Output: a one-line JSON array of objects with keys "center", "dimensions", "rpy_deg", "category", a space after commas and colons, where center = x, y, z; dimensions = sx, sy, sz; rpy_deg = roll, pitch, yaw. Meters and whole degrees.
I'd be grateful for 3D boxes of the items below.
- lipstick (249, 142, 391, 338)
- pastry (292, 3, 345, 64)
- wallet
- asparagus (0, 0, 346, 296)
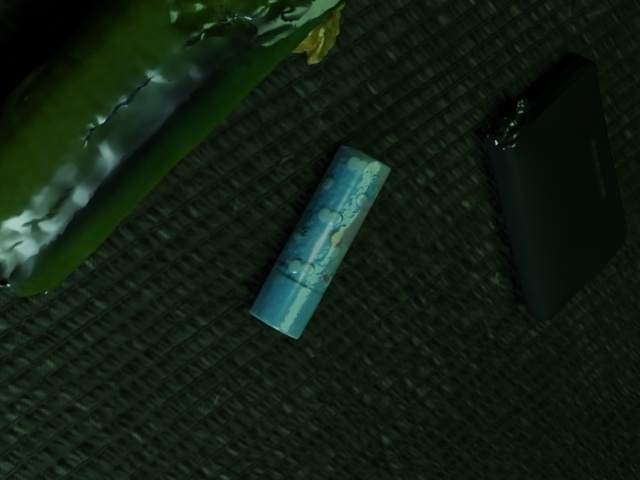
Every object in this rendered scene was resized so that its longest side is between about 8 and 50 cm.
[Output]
[{"center": [0.000, 0.000, 1.375], "dimensions": [0.048, 0.048, 0.158], "rpy_deg": [29, 91, -49], "category": "lipstick"}, {"center": [-0.047, -0.234, 1.149], "dimensions": [0.154, 0.102, 0.250], "rpy_deg": [-25, 129, -27], "category": "pastry"}, {"center": [0.224, -0.051, 1.579], "dimensions": [0.149, 0.044, 0.250], "rpy_deg": [-42, 136, -26], "category": "wallet"}, {"center": [-0.096, -0.118, 1.077], "dimensions": [0.382, 0.108, 0.128], "rpy_deg": [-42, 139, 19], "category": "asparagus"}]
